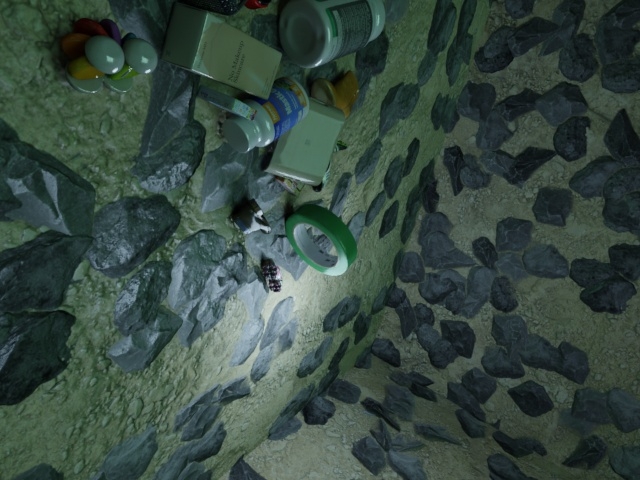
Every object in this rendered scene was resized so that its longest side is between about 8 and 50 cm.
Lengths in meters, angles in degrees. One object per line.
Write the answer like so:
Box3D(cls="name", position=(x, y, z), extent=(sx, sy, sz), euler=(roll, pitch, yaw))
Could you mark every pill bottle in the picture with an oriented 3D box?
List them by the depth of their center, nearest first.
Box3D(cls="pill bottle", position=(-0.172, -0.389, 1.448), extent=(0.272, 0.152, 0.152), euler=(-45, 148, -33))
Box3D(cls="pill bottle", position=(0.050, -0.704, 1.509), extent=(0.361, 0.204, 0.204), euler=(-38, 144, -40))

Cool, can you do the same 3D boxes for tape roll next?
Box3D(cls="tape roll", position=(0.000, 0.000, 1.916), extent=(0.077, 0.321, 0.322), euler=(-45, 148, -31))

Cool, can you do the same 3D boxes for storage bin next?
Box3D(cls="storage bin", position=(-0.249, -0.612, 1.079), extent=(0.122, 0.180, 0.084), euler=(-56, 152, -14))

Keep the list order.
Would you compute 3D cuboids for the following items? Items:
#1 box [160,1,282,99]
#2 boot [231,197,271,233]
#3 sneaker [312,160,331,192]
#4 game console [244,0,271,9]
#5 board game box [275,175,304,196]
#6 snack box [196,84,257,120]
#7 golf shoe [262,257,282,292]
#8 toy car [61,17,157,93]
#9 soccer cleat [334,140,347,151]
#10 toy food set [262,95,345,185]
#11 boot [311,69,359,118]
Box3D(cls="box", position=(-0.255, -0.495, 1.240), extent=(0.311, 0.121, 0.148), euler=(-6, 120, -60))
Box3D(cls="boot", position=(-0.255, -0.066, 1.706), extent=(0.106, 0.082, 0.219), euler=(-34, 151, -8))
Box3D(cls="sneaker", position=(0.010, -0.288, 1.991), extent=(0.075, 0.057, 0.162), euler=(-37, 145, -71))
Box3D(cls="game console", position=(-0.150, -0.827, 1.149), extent=(0.387, 0.060, 0.342), euler=(72, 37, -53))
Box3D(cls="board game box", position=(-0.083, -0.286, 1.818), extent=(0.194, 0.045, 0.147), euler=(-60, 154, -7))
Box3D(cls="snack box", position=(-0.263, -0.386, 1.301), extent=(0.100, 0.141, 0.037), euler=(7, 109, -62))
Box3D(cls="golf shoe", position=(-0.204, 0.134, 1.975), extent=(0.086, 0.067, 0.186), euler=(-82, 168, -46))
Box3D(cls="toy car", position=(-0.453, -0.399, 0.979), extent=(0.182, 0.159, 0.137), euler=(-25, 98, -50))
Box3D(cls="soccer cleat", position=(0.045, -0.393, 1.950), extent=(0.178, 0.060, 0.072), euler=(-7, 128, -51))
Box3D(cls="toy food set", position=(-0.062, -0.364, 1.685), extent=(0.219, 0.092, 0.306), euler=(14, 105, -29))
Box3D(cls="boot", position=(0.065, -0.583, 1.781), extent=(0.211, 0.104, 0.295), euler=(-62, 159, -15))
